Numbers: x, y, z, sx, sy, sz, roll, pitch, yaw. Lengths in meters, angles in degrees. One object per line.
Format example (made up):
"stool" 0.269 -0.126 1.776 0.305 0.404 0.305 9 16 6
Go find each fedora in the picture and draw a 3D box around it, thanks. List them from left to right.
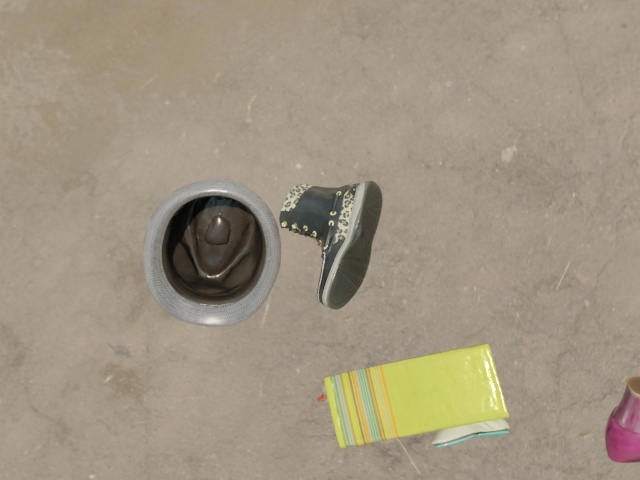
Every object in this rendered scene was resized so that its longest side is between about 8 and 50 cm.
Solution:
"fedora" -0.196 0.010 1.042 0.244 0.275 0.124 3 19 -7

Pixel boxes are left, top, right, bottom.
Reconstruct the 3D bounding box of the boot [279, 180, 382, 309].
"boot" 0.001 0.000 1.005 0.179 0.085 0.236 8 72 37

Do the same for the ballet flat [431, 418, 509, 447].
"ballet flat" 0.345 0.432 1.313 0.086 0.249 0.086 -12 75 51

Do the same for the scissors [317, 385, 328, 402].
"scissors" 0.014 0.491 1.778 0.109 0.297 0.021 -28 70 9

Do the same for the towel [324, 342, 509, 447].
"towel" 0.127 0.216 0.773 0.237 0.021 0.102 -15 79 12

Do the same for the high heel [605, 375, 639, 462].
"high heel" 0.721 0.341 1.012 0.378 0.181 0.127 6 29 10
